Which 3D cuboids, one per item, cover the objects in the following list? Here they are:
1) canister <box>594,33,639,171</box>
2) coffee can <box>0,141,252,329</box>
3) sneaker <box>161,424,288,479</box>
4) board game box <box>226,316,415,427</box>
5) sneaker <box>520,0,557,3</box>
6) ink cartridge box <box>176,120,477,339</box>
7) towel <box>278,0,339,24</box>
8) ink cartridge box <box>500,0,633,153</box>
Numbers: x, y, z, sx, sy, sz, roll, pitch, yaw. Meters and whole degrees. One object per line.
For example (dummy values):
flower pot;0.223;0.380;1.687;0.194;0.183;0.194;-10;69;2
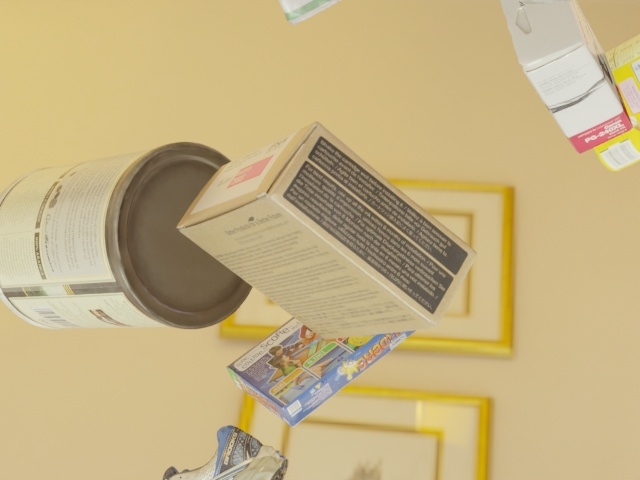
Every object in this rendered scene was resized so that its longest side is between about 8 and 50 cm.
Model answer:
canister;0.346;-0.155;1.331;0.073;0.170;0.126;-27;-90;-47
coffee can;-0.229;0.001;1.496;0.201;0.275;0.201;4;-95;-43
sneaker;-0.082;0.174;0.826;0.135;0.058;0.052;-48;-15;-4
board game box;0.001;0.131;1.597;0.136;0.201;0.035;29;149;52
sneaker;0.228;-0.309;0.945;0.366;0.135;0.150;126;136;-64
ink cartridge box;0.000;0.000;1.194;0.088;0.193;0.234;-57;17;-19
towel;-0.007;-0.299;1.276;0.023;0.113;0.152;42;158;56
ink cartridge box;0.234;-0.171;1.243;0.150;0.063;0.109;44;-151;-50
